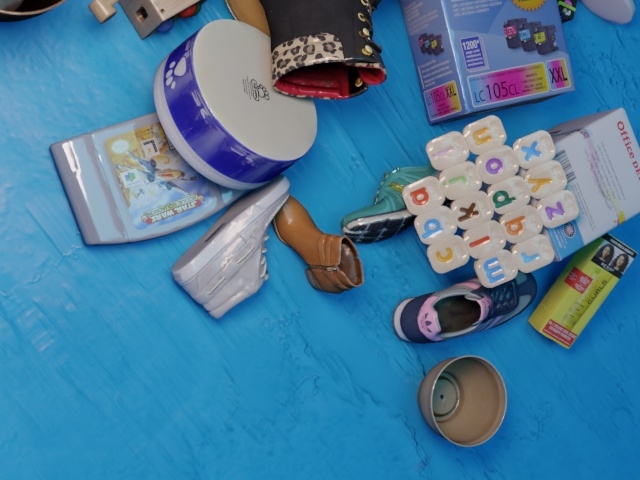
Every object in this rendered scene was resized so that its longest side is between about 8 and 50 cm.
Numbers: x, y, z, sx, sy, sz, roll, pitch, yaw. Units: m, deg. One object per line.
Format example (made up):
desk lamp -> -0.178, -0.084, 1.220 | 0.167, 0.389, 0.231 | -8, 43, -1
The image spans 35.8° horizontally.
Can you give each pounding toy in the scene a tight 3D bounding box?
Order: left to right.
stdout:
pounding toy -> -0.261, -0.381, 1.575 | 0.206, 0.181, 0.094 | -37, 102, -23

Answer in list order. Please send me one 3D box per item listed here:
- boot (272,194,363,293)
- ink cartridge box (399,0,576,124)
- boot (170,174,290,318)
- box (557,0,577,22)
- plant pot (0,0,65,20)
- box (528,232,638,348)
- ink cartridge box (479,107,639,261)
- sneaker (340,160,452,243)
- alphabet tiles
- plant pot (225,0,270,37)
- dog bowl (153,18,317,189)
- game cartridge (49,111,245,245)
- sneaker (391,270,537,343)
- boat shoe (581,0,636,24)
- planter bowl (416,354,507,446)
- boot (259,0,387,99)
boot -> 0.000, 0.000, 1.690 | 0.073, 0.152, 0.197 | -35, 101, -23
ink cartridge box -> 0.299, -0.440, 1.866 | 0.270, 0.151, 0.396 | -15, 92, -25
boot -> -0.124, 0.012, 1.675 | 0.258, 0.095, 0.123 | -44, 111, -13
box -> 0.470, -0.483, 2.000 | 0.083, 0.052, 0.062 | 17, 80, -22
plant pot -> -0.467, -0.409, 1.452 | 0.215, 0.230, 0.215 | 1, 87, -25
box -> 0.510, 0.092, 1.931 | 0.087, 0.058, 0.232 | 31, 100, -21
ink cartridge box -> 0.459, -0.101, 1.890 | 0.270, 0.197, 0.198 | -27, 98, -24
sneaker -> 0.142, -0.076, 1.809 | 0.275, 0.107, 0.110 | -26, 78, -28
alphabet tiles -> 0.298, -0.067, 1.738 | 0.278, 0.021, 0.284 | -23, 98, 2
plant pot -> -0.070, -0.452, 1.753 | 0.236, 0.032, 0.236 | 1, 87, -26
dog bowl -> -0.134, -0.221, 1.606 | 0.265, 0.104, 0.265 | 26, 50, -35
game cartridge -> -0.270, -0.108, 1.626 | 0.297, 0.062, 0.198 | -22, 92, -25
sneaker -> 0.297, 0.124, 1.835 | 0.319, 0.131, 0.112 | -18, 94, -25
boat shoe -> 0.549, -0.576, 2.020 | 0.301, 0.108, 0.102 | 43, 72, -9
planter bowl -> 0.243, 0.289, 1.811 | 0.162, 0.109, 0.162 | 2, 86, -26
boot -> 0.074, -0.385, 1.638 | 0.377, 0.138, 0.284 | -3, 66, -6
